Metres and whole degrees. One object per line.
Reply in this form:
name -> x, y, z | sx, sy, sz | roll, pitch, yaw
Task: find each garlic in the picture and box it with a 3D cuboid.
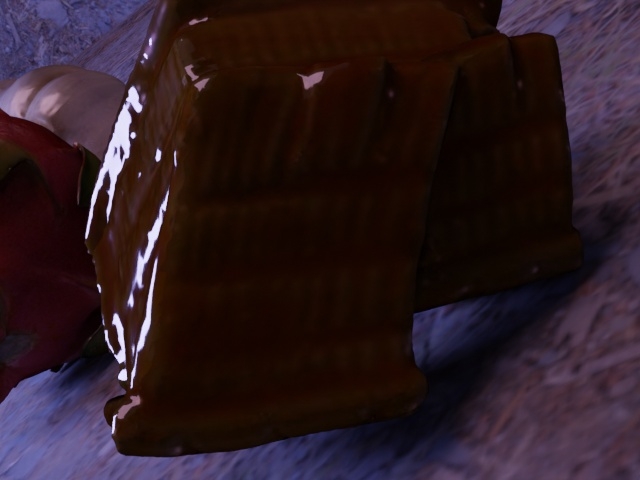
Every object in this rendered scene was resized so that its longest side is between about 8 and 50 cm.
garlic -> -0.274, -0.095, 1.316 | 0.281, 0.185, 0.203 | -36, -12, 32

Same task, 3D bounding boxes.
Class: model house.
model house -> 0.000, -0.001, 0.577 | 0.229, 0.199, 0.220 | -104, 20, -44

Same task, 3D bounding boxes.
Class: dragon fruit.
dragon fruit -> -0.251, 0.009, 0.956 | 0.224, 0.224, 0.227 | -37, 24, 12
